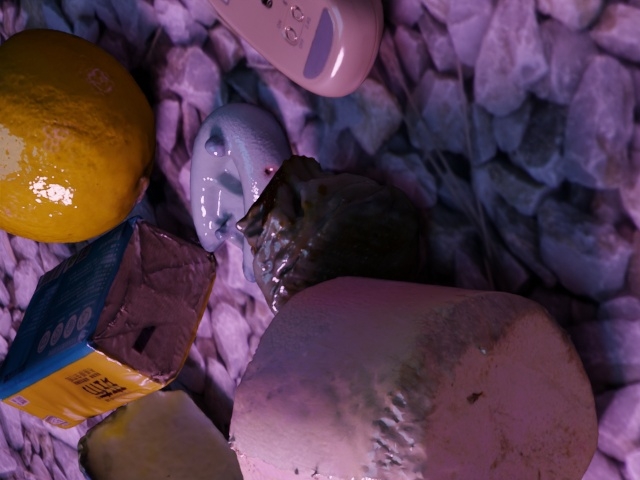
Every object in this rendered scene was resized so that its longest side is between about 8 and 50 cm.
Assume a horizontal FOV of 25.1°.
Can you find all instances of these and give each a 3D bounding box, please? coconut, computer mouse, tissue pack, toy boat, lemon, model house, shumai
[{"bbox_3d":[0.069,0.180,1.325,0.309,0.297,0.297,-3,106,50],"label":"coconut"},{"bbox_3d":[-0.026,-0.240,1.379,0.236,0.082,0.145,43,136,28],"label":"computer mouse"},{"bbox_3d":[-0.259,0.105,1.721,0.134,0.192,0.271,30,148,-24],"label":"tissue pack"},{"bbox_3d":[-0.095,-0.052,1.558,0.134,0.079,0.208,38,135,33],"label":"toy boat"},{"bbox_3d":[-0.292,-0.107,1.633,0.219,0.240,0.240,31,133,6],"label":"lemon"},{"bbox_3d":[-0.191,0.319,1.773,0.194,0.170,0.211,43,156,23],"label":"model house"},{"bbox_3d":[0.001,0.005,1.442,0.142,0.184,0.184,-124,34,-50],"label":"shumai"}]
